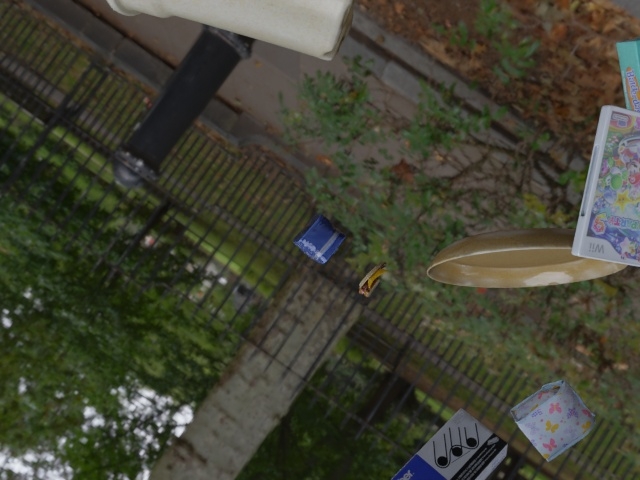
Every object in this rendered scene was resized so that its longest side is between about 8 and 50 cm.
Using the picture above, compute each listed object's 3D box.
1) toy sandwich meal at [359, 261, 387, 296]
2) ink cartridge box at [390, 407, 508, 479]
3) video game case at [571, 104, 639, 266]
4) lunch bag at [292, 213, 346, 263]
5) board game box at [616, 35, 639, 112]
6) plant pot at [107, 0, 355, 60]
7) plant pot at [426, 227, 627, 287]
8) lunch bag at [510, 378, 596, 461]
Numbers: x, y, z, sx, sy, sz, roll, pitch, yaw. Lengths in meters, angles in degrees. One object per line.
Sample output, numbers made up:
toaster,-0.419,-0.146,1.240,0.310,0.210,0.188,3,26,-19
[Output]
toy sandwich meal,0.111,0.079,1.407,0.029,0.085,0.085,44,175,10
ink cartridge box,0.197,0.373,1.098,0.097,0.207,0.046,35,151,35
video game case,0.255,-0.041,0.562,0.087,0.122,0.011,9,-175,-19
lunch bag,0.000,0.000,1.147,0.065,0.067,0.098,42,178,-7
board game box,0.559,-0.247,1.032,0.047,0.210,0.160,-135,27,-72
plant pot,-0.078,-0.408,0.929,0.305,0.334,0.334,23,174,-1
plant pot,0.249,0.023,0.846,0.236,0.033,0.236,-1,166,0
lunch bag,0.300,0.227,0.883,0.071,0.083,0.053,49,-168,-4
